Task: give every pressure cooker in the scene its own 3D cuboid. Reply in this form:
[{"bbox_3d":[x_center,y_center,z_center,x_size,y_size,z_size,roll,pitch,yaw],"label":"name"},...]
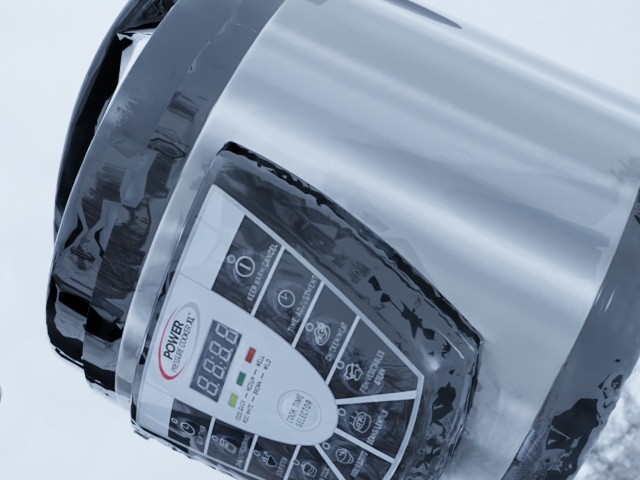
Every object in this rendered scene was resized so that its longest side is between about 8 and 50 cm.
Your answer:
[{"bbox_3d":[0.001,0.000,0.679,0.370,0.420,0.375,-61,173,-19],"label":"pressure cooker"}]

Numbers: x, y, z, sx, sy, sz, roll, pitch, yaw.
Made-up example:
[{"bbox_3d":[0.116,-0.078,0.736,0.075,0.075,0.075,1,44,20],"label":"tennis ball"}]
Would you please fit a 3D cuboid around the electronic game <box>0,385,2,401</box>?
[{"bbox_3d":[-0.337,0.163,0.661,0.229,0.048,0.229,-34,166,-10],"label":"electronic game"}]
